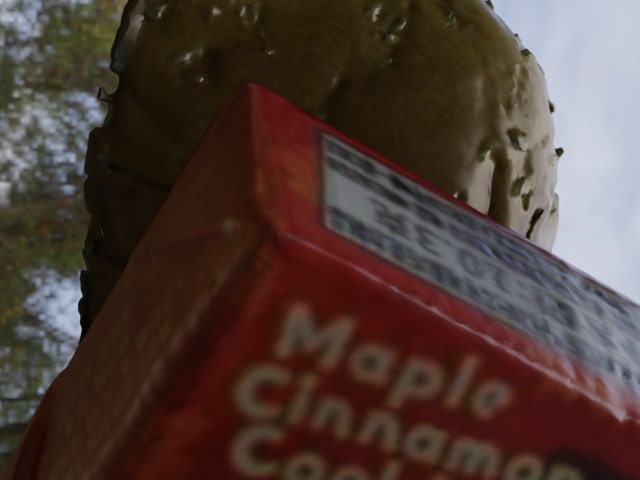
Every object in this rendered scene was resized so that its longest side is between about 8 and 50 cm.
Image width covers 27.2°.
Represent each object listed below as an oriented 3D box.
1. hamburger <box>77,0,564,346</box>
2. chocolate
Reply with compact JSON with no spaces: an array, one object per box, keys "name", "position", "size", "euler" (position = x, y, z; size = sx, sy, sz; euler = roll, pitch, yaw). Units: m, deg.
[{"name":"hamburger","position":[0.000,0.000,0.619],"size":[0.132,0.211,0.308],"euler":[-89,-168,-84]},{"name":"chocolate","position":[0.012,0.099,0.513],"size":[0.234,0.237,0.108],"euler":[-56,-165,15]}]
